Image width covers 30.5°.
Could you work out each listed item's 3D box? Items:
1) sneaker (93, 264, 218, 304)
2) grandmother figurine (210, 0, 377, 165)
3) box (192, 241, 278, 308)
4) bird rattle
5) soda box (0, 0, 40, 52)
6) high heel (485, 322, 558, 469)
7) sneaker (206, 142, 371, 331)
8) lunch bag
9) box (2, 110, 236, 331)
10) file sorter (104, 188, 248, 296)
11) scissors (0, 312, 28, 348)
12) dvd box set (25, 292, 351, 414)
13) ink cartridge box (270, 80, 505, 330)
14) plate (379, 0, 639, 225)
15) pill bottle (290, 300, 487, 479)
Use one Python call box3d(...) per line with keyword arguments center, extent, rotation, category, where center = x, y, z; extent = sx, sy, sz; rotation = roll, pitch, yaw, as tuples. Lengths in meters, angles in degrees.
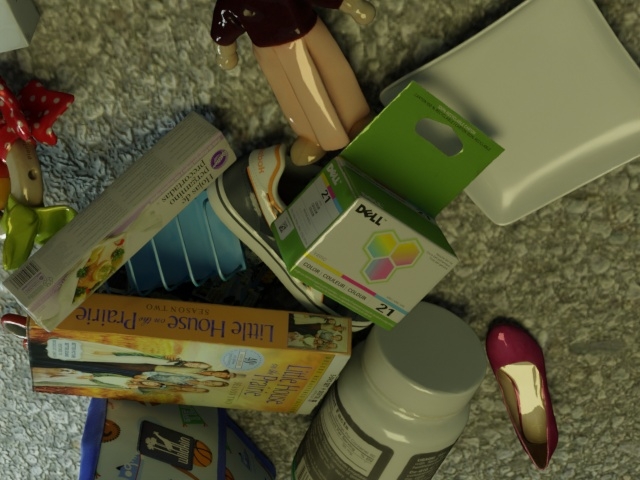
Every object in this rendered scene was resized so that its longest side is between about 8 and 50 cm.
box3d(center=(-0.265, 0.102, 1.690), extent=(0.275, 0.107, 0.110), rotation=(25, 138, -18), category="sneaker")
box3d(center=(-0.039, -0.244, 1.351), extent=(0.207, 0.104, 0.342), rotation=(-20, 129, 15), category="grandmother figurine")
box3d(center=(-0.110, 0.042, 1.665), extent=(0.094, 0.027, 0.137), rotation=(25, 124, -19), category="box")
box3d(center=(-0.401, -0.086, 1.480), extent=(0.206, 0.143, 0.254), rotation=(-1, 109, 41), category="bird rattle")
box3d(center=(-0.397, -0.318, 1.327), extent=(0.073, 0.069, 0.216), rotation=(-9, 132, 11), category="soda box")
box3d(center=(0.303, 0.234, 1.763), extent=(0.082, 0.117, 0.244), rotation=(-10, 131, 13), category="high heel")
box3d(center=(0.000, 0.000, 1.560), extent=(0.127, 0.126, 0.321), rotation=(-29, 126, 28), category="sneaker")
box3d(center=(-0.231, 0.404, 1.809), extent=(0.238, 0.328, 0.385), rotation=(-24, 126, 17), category="lunch bag")
box3d(center=(-0.246, -0.025, 1.455), extent=(0.324, 0.067, 0.063), rotation=(-45, 145, -12), category="box")
box3d(center=(-0.201, 0.008, 1.563), extent=(0.170, 0.104, 0.118), rotation=(-12, 100, 13), category="file sorter")
box3d(center=(-0.356, 0.134, 1.699), extent=(0.297, 0.021, 0.109), rotation=(-8, 136, 42), category="scissors")
box3d(center=(-0.191, 0.163, 1.637), extent=(0.420, 0.062, 0.308), rotation=(6, 156, -10), category="dvd box set")
box3d(center=(0.094, -0.038, 1.420), extent=(0.188, 0.097, 0.255), rotation=(31, 113, -35), category="ink cartridge box")
box3d(center=(0.259, -0.167, 1.444), extent=(0.278, 0.045, 0.277), rotation=(-30, 125, 27), category="plate")
box3d(center=(0.100, 0.270, 1.749), extent=(0.204, 0.204, 0.361), rotation=(16, 132, -11), category="pill bottle")
